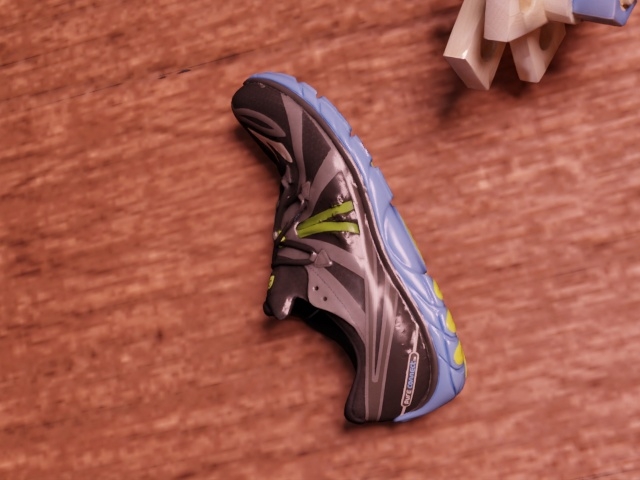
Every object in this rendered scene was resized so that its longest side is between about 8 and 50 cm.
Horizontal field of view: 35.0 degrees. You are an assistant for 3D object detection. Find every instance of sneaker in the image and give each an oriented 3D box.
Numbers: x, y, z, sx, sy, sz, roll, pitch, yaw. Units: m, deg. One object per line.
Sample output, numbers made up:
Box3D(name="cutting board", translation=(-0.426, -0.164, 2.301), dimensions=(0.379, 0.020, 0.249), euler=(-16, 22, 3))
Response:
Box3D(name="sneaker", translation=(0.000, 0.000, 0.483), dimensions=(0.078, 0.067, 0.188), euler=(-26, 75, -2))

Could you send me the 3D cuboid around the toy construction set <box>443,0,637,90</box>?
Box3D(name="toy construction set", translation=(0.223, -0.121, 0.435), dimensions=(0.327, 0.151, 0.215), euler=(15, 98, 17))
